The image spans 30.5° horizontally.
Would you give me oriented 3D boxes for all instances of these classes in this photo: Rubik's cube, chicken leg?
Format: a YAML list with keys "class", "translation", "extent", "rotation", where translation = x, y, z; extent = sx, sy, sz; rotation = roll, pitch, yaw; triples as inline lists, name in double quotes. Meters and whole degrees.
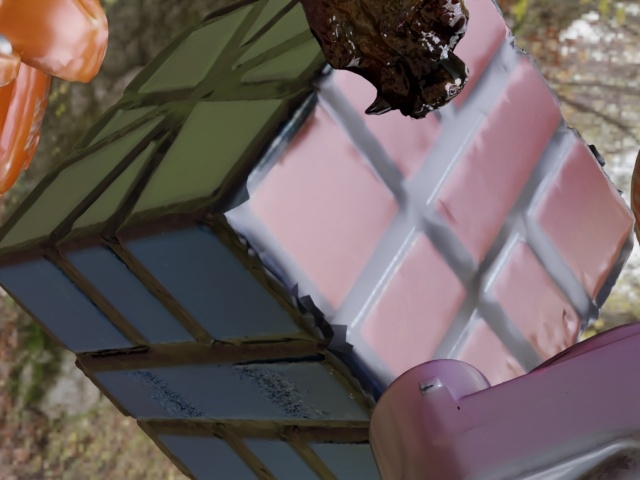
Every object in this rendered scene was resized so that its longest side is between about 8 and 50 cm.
- class: "Rubik's cube"
  translation: [0.000, 0.000, 0.801]
  extent: [0.288, 0.283, 0.293]
  rotation: [-9, -144, 50]
- class: "chicken leg"
  translation: [0.030, -0.175, 0.552]
  extent: [0.106, 0.051, 0.253]
  rotation: [21, -51, 31]

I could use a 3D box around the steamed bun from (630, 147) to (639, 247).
- class: "steamed bun"
  translation: [0.442, -0.050, 1.286]
  extent: [0.283, 0.177, 0.282]
  rotation: [-175, -90, -74]

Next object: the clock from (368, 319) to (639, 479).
- class: "clock"
  translation: [0.150, 0.130, 0.537]
  extent: [0.090, 0.228, 0.247]
  rotation: [-112, -176, -47]

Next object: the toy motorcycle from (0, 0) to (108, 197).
- class: "toy motorcycle"
  translation: [-0.162, -0.019, 0.388]
  extent: [0.325, 0.148, 0.221]
  rotation: [-62, 179, 16]
